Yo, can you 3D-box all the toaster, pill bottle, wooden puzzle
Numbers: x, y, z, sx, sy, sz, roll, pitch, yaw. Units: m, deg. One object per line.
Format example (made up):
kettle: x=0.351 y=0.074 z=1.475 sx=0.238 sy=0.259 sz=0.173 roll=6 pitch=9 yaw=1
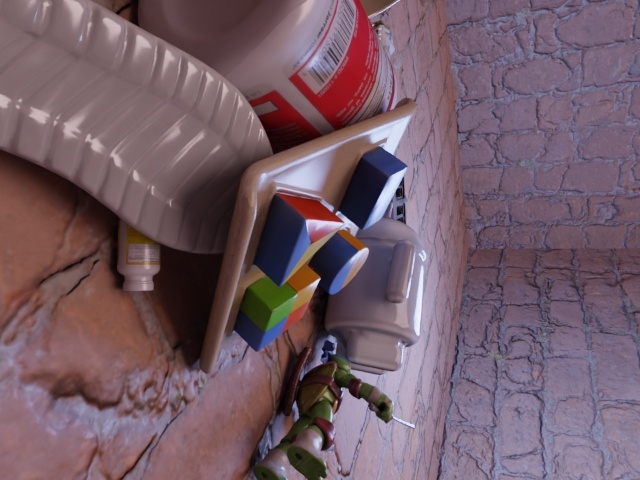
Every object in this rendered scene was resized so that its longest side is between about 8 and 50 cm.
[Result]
toaster: x=0.150 y=-0.099 z=1.236 sx=0.186 sy=0.110 sz=0.167 roll=-19 pitch=106 yaw=-66
pill bottle: x=-0.192 y=0.011 z=0.516 sx=0.043 sy=0.043 sz=0.083 roll=7 pitch=84 yaw=-67
wooden puzzle: x=0.000 y=0.000 z=0.638 sx=0.348 sy=0.080 sz=0.322 roll=-37 pitch=158 yaw=-44
pill bottle: x=-0.027 y=-0.232 z=0.676 sx=0.408 sy=0.229 sz=0.228 roll=25 pitch=67 yaw=-65

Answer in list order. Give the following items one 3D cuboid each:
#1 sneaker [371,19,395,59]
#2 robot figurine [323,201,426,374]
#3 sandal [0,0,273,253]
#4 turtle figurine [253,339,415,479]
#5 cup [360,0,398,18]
sneaker: x=0.139 y=-0.501 z=1.269 sx=0.228 sy=0.088 sz=0.092 roll=-73 pitch=146 yaw=-50
robot figurine: x=0.120 y=0.100 z=1.045 sx=0.300 sy=0.200 sz=0.353 roll=136 pitch=-33 yaw=-63
sandal: x=-0.188 y=-0.117 z=0.438 sx=0.169 sy=0.102 sz=0.416 roll=-57 pitch=141 yaw=-1
turtle figurine: x=0.029 y=0.335 z=0.835 sx=0.266 sy=0.198 sz=0.274 roll=-37 pitch=119 yaw=-58
cup: x=0.072 y=-0.594 z=0.873 sx=0.237 sy=0.331 sz=0.331 roll=57 pitch=26 yaw=3
